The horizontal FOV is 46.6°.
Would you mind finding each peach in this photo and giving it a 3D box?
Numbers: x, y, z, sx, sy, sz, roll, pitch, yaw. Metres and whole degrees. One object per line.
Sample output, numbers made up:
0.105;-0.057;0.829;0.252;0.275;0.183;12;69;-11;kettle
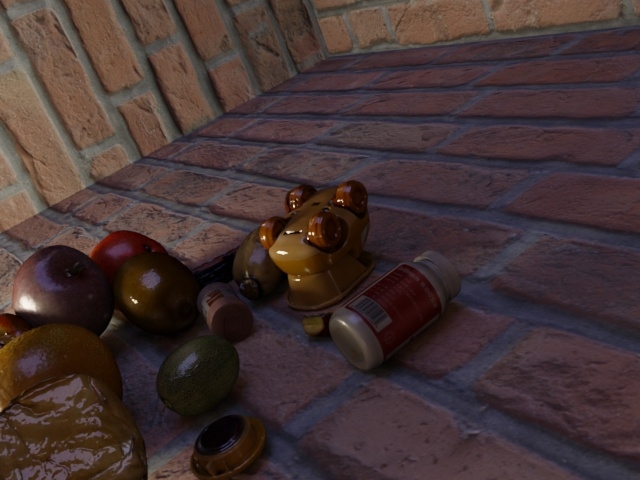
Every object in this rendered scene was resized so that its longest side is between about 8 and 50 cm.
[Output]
0.001;0.172;1.532;0.083;0.050;0.077;-9;2;8;peach

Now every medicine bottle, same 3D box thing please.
0.143;0.128;1.402;0.250;0.131;0.131;-33;25;-26;medicine bottle

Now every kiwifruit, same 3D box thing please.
-0.389;0.131;1.796;0.234;0.196;0.196;26;50;38;kiwifruit

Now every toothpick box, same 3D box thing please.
-0.219;0.162;1.694;0.098;0.098;0.149;-28;22;-13;toothpick box

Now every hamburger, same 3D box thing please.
-0.422;0.376;1.239;0.259;0.144;0.283;-20;58;-15;hamburger

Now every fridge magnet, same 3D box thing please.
-0.160;0.351;1.273;0.143;0.063;0.143;-21;25;10;fridge magnet

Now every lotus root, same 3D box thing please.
-0.130;0.043;1.825;0.154;0.140;0.257;-19;25;28;lotus root

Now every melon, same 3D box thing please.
-0.240;0.265;1.441;0.139;0.139;0.192;5;38;48;melon

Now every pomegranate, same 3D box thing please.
-0.521;0.093;1.997;0.257;0.221;0.221;-35;9;44;pomegranate

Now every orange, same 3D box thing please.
-0.524;0.298;1.461;0.274;0.274;0.274;-19;23;8;orange

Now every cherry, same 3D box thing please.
-0.632;0.152;1.822;0.221;0.307;0.261;-26;62;-39;cherry

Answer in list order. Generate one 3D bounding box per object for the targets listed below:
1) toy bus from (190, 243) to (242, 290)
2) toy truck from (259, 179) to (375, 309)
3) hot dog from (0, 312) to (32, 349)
-0.282;0.084;1.970;0.235;0.073;0.096;-27;14;-11;toy bus
0.000;0.000;1.712;0.204;0.211;0.288;-3;33;37;toy truck
-0.728;0.297;1.708;0.405;0.223;0.185;4;32;45;hot dog
